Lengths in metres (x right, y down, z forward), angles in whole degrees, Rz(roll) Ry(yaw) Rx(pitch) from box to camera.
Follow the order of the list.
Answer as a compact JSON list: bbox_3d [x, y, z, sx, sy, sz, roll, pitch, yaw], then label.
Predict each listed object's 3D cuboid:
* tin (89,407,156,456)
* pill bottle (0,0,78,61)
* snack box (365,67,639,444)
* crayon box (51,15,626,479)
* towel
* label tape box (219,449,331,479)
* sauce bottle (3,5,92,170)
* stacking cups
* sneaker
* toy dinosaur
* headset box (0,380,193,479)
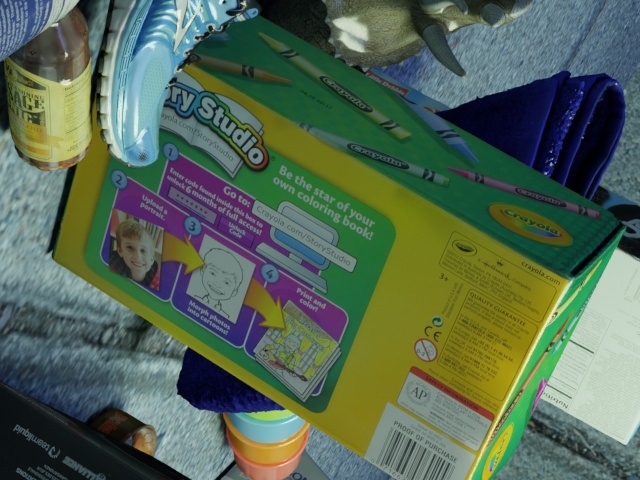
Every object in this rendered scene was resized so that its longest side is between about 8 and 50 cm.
[{"bbox_3d":[-0.172,0.204,1.192,0.106,0.040,0.189,-46,160,-57],"label":"tin"},{"bbox_3d":[-0.148,-0.090,0.625,0.120,0.067,0.067,-47,161,-44],"label":"pill bottle"},{"bbox_3d":[0.134,0.010,1.285,0.060,0.322,0.187,-50,163,-41],"label":"snack box"},{"bbox_3d":[0.000,0.000,0.884,0.081,0.278,0.165,-37,154,-53],"label":"crayon box"},{"bbox_3d":[0.037,0.001,1.072,0.308,0.076,0.227,-13,-138,49],"label":"towel"},{"bbox_3d":[-0.080,0.341,1.631,0.348,0.115,0.249,-38,154,-53],"label":"label tape box"},{"bbox_3d":[-0.127,-0.085,0.766,0.042,0.042,0.128,-51,161,-33],"label":"sauce bottle"},{"bbox_3d":[-0.038,0.123,1.393,0.096,0.096,0.316,-55,167,-20],"label":"stacking cups"},{"bbox_3d":[-0.066,-0.108,0.798,0.063,0.073,0.162,-102,-153,-68],"label":"sneaker"},{"bbox_3d":[0.003,-0.129,1.030,0.313,0.121,0.160,-29,-171,45],"label":"toy dinosaur"},{"bbox_3d":[-0.101,0.198,0.987,0.110,0.218,0.293,-59,155,-7],"label":"headset box"}]
